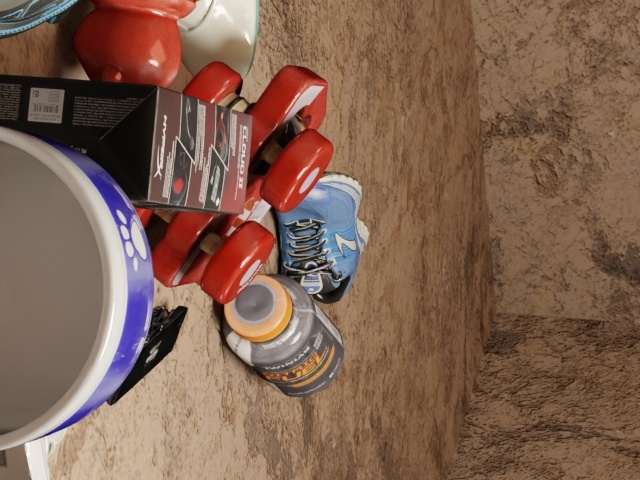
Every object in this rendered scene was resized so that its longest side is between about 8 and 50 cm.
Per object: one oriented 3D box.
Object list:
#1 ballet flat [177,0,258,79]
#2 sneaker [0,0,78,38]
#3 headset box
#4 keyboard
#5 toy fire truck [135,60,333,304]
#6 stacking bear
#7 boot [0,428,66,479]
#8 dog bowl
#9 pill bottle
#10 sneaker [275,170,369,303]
[{"bbox_3d":[-0.156,-0.370,2.039,0.139,0.139,0.400,-14,103,-73],"label":"ballet flat"},{"bbox_3d":[-0.298,-0.219,1.542,0.341,0.125,0.139,-23,156,-54],"label":"sneaker"},{"bbox_3d":[-0.206,-0.089,1.730,0.293,0.218,0.110,6,89,-74],"label":"headset box"},{"bbox_3d":[-0.211,0.119,2.117,0.100,0.038,0.192,-67,172,22],"label":"keyboard"},{"bbox_3d":[-0.090,-0.072,2.069,0.302,0.169,0.254,-56,171,10],"label":"toy fire truck"},{"bbox_3d":[-0.188,-0.292,1.872,0.175,0.164,0.289,8,91,-73],"label":"stacking bear"},{"bbox_3d":[-0.283,0.210,1.753,0.123,0.095,0.258,-22,114,-64],"label":"boot"},{"bbox_3d":[-0.274,0.038,1.450,0.104,0.265,0.264,1,93,-76],"label":"dog bowl"},{"bbox_3d":[-0.057,0.124,2.445,0.245,0.130,0.130,53,44,-65],"label":"pill bottle"},{"bbox_3d":[0.000,0.000,2.611,0.330,0.130,0.147,61,34,-62],"label":"sneaker"}]
